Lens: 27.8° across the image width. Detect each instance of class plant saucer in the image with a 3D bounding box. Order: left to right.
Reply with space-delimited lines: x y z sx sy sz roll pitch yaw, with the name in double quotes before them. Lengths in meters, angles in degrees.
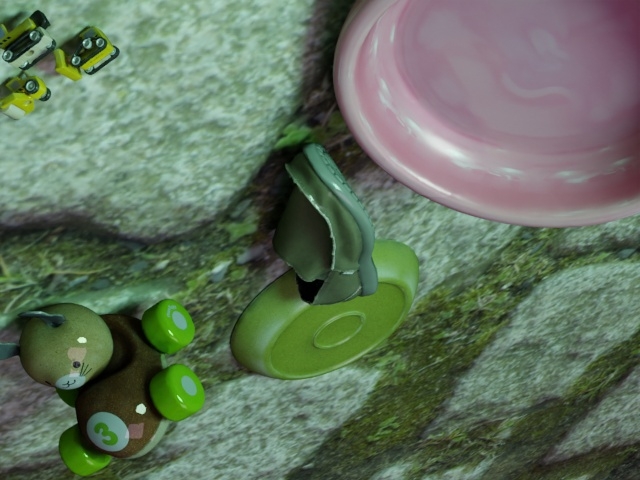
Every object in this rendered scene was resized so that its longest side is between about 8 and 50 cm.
"plant saucer" 0.014 0.091 1.477 0.241 0.037 0.241 -22 150 -14
"plant saucer" 0.179 -0.142 1.092 0.332 0.084 0.332 10 145 7

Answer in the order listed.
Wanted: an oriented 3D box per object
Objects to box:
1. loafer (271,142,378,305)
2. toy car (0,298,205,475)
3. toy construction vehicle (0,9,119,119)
"loafer" 0.000 0.000 1.269 0.087 0.094 0.251 -28 148 -7
"toy car" -0.232 0.118 1.218 0.155 0.148 0.188 -32 140 25
"toy construction vehicle" -0.211 -0.134 0.953 0.098 0.035 0.086 -34 161 13
